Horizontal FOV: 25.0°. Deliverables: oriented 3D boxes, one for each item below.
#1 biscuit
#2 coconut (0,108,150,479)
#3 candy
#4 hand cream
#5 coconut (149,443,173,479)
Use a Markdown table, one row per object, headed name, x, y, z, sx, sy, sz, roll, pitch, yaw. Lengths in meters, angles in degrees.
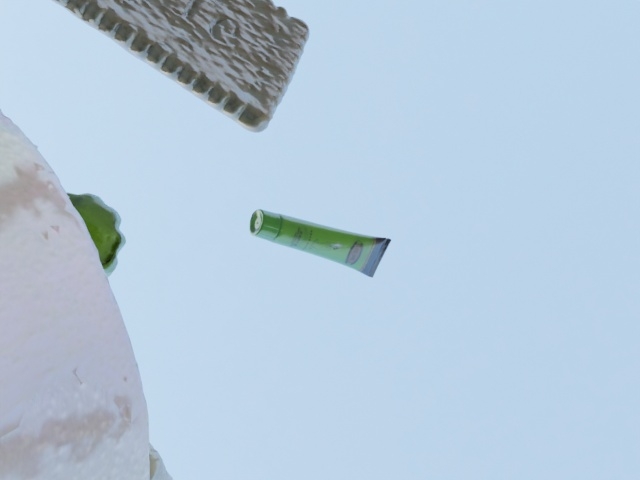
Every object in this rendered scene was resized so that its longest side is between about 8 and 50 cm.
| name | x | y | z | sx | sy | sz | roll | pitch | yaw |
| --- | --- | --- | --- | --- | --- | --- | --- | --- | --- |
| biscuit | -0.169 | -0.260 | 1.588 | 0.325 | 0.044 | 0.217 | 32 | -138 | -12 |
| coconut | -0.217 | 0.063 | 0.495 | 0.297 | 0.309 | 0.298 | 6 | -75 | 25 |
| candy | -0.245 | 0.008 | 1.417 | 0.096 | 0.209 | 0.097 | 2 | -97 | -12 |
| hand cream | 0.000 | 0.000 | 1.142 | 0.036 | 0.122 | 0.023 | -65 | -147 | 15 |
| coconut | -0.289 | 0.270 | 1.084 | 0.415 | 0.344 | 0.415 | -19 | -120 | 36 |
